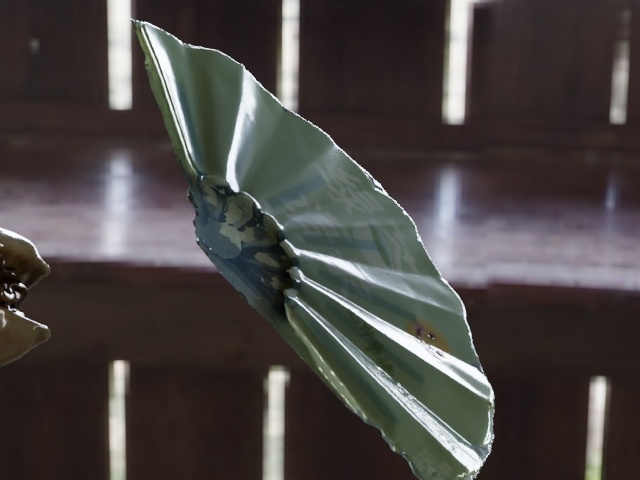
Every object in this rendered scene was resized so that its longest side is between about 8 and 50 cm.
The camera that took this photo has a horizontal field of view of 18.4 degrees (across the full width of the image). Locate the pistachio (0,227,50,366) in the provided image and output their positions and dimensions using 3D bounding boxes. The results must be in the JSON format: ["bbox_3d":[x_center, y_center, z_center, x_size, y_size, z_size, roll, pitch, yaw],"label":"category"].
[{"bbox_3d":[-0.292,0.041,1.382,0.206,0.130,0.131,4,-22,-10],"label":"pistachio"}]

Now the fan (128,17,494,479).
[{"bbox_3d":[0.000,0.000,0.746,0.131,0.009,0.240,3,46,-50],"label":"fan"}]
